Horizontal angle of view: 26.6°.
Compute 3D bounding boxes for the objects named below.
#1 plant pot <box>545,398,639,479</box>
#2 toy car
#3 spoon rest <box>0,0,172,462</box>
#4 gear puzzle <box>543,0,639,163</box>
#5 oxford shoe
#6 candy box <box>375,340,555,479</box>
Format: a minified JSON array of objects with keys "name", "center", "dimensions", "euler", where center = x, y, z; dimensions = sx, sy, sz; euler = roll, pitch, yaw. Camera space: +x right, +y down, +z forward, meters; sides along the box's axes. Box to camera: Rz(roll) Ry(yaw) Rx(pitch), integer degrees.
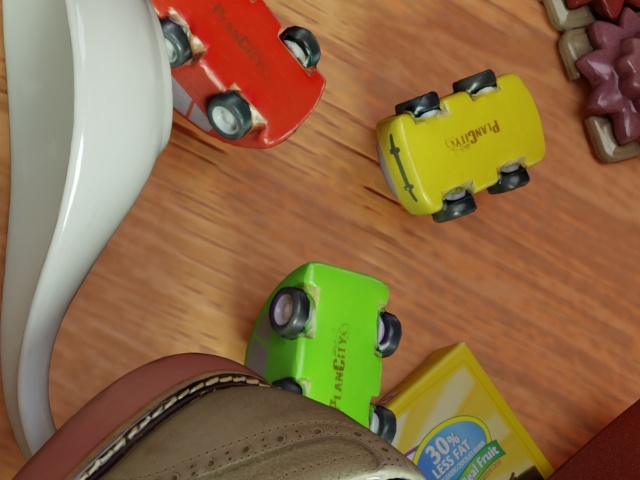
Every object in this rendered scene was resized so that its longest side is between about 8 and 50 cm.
[{"name":"plant pot","center":[0.168,0.226,0.534],"dimensions":[0.236,0.267,0.267],"euler":[-24,96,-18]},{"name":"toy car","center":[0.000,0.000,0.617],"dimensions":[0.239,0.053,0.224],"euler":[17,71,-34]},{"name":"spoon rest","center":[-0.096,-0.001,0.545],"dimensions":[0.084,0.137,0.276],"euler":[-13,94,-23]},{"name":"gear puzzle","center":[0.183,-0.220,0.795],"dimensions":[0.176,0.044,0.338],"euler":[-14,82,-30]},{"name":"oxford shoe","center":[-0.098,0.177,0.412],"dimensions":[0.348,0.130,0.123],"euler":[-53,123,-22]},{"name":"candy box","center":[0.024,0.145,0.615],"dimensions":[0.206,0.027,0.105],"euler":[-37,92,-31]}]
